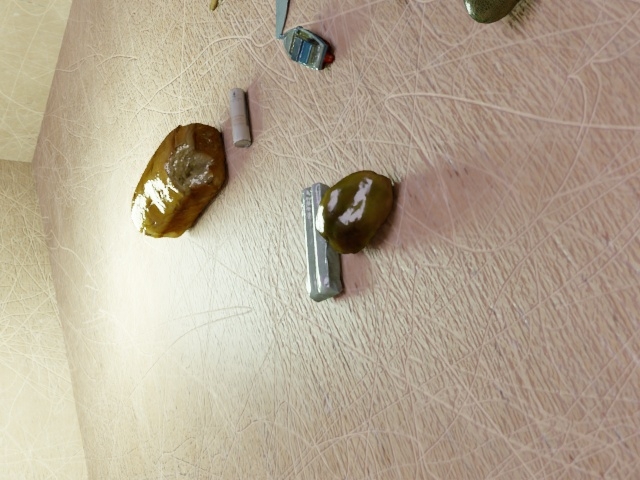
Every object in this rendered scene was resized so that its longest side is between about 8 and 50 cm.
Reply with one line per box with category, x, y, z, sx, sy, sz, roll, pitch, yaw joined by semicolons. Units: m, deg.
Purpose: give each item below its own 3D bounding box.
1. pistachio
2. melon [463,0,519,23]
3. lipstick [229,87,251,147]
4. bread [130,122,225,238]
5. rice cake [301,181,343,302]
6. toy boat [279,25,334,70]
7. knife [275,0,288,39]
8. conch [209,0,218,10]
pistachio;0.050;-0.046;1.614;0.189;0.110;0.100;-51;12;46
melon;0.250;-0.383;1.313;0.099;0.099;0.162;38;118;57
lipstick;-0.185;-0.281;2.142;0.040;0.040;0.141;-40;51;52
bread;-0.363;-0.146;2.330;0.344;0.149;0.195;-46;48;48
rice cake;0.000;0.000;1.764;0.085;0.040;0.226;-32;58;56
toy boat;-0.034;-0.383;1.865;0.173;0.059;0.069;46;125;54
knife;-0.083;-0.565;2.020;0.063;0.034;0.260;-5;88;54
conch;-0.251;-0.722;2.274;0.109;0.093;0.330;48;128;44
